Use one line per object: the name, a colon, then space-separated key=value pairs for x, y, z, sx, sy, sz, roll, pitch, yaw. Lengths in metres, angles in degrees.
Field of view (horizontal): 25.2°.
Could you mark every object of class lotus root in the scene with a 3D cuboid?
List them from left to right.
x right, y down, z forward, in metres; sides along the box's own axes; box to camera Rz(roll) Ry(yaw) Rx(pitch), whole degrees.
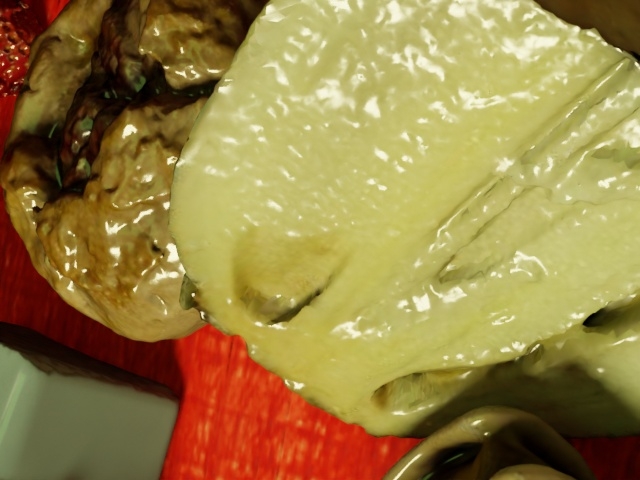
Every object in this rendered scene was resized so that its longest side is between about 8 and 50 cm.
lotus root: x=0.080 y=-0.027 z=0.619 sx=0.260 sy=0.267 sz=0.149 roll=-47 pitch=15 yaw=45

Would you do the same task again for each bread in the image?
bread: x=-0.087 y=-0.063 z=0.768 sx=0.230 sy=0.123 sz=0.230 roll=-34 pitch=43 yaw=40

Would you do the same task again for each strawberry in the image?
strawberry: x=-0.236 y=-0.134 z=0.949 sx=0.083 sy=0.096 sz=0.083 roll=1 pitch=92 yaw=51

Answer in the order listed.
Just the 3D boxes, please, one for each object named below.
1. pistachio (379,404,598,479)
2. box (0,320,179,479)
pistachio: x=0.063 y=0.184 z=0.632 sx=0.137 sy=0.153 sz=0.237 roll=-111 pitch=23 yaw=-59
box: x=-0.203 y=0.117 z=0.861 sx=0.227 sy=0.162 sz=0.130 roll=15 pitch=85 yaw=39
